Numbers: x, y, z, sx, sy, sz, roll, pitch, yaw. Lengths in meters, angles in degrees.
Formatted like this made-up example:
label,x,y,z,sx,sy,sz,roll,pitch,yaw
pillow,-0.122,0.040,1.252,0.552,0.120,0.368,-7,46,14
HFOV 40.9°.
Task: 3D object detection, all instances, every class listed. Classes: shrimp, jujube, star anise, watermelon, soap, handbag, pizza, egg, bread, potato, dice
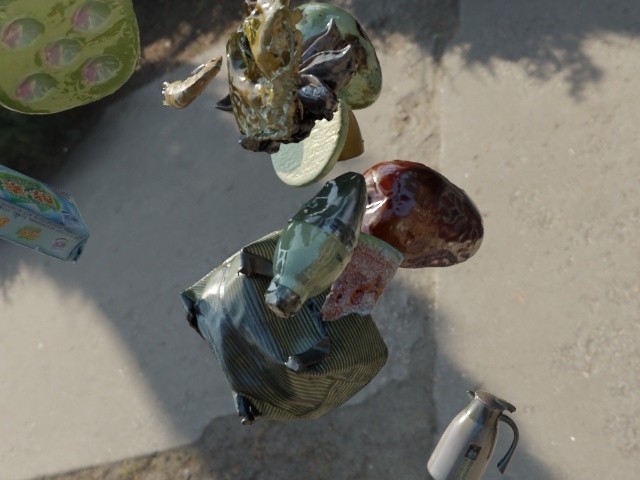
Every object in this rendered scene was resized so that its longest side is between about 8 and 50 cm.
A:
label,x,y,z,sx,sy,sz,roll,pitch,yaw
shrimp,-0.252,-0.308,1.657,0.133,0.053,0.236,-58,22,-11
jujube,0.206,-0.046,1.807,0.223,0.318,0.223,-18,65,44
star anise,-0.044,-0.233,1.358,0.236,0.109,0.223,-32,49,8
watermelon,0.069,0.054,1.385,0.098,0.121,0.158,25,44,10
soap,-0.526,-0.061,1.468,0.077,0.293,0.156,-52,44,12
handbag,-0.072,0.148,1.503,0.247,0.240,0.340,-36,74,28
pizza,-0.072,-0.219,1.083,0.297,0.071,0.189,-178,83,-73
egg,0.018,-0.336,1.594,0.169,0.231,0.169,-45,4,4
bread,-0.011,-0.148,1.471,0.193,0.036,0.112,-32,58,40
potato,0.006,-0.282,2.055,0.203,0.158,0.178,14,30,20
dice,-0.445,-0.371,1.356,0.254,0.250,0.252,-21,57,-18

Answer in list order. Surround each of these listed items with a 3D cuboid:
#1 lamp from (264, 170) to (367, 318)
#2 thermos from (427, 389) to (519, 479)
label,x,y,z,sx,sy,sz,roll,pitch,yaw
lamp,0.000,0.000,1.162,0.101,0.101,0.250,1,48,45
thermos,0.308,0.389,1.662,0.137,0.105,0.193,28,106,16
